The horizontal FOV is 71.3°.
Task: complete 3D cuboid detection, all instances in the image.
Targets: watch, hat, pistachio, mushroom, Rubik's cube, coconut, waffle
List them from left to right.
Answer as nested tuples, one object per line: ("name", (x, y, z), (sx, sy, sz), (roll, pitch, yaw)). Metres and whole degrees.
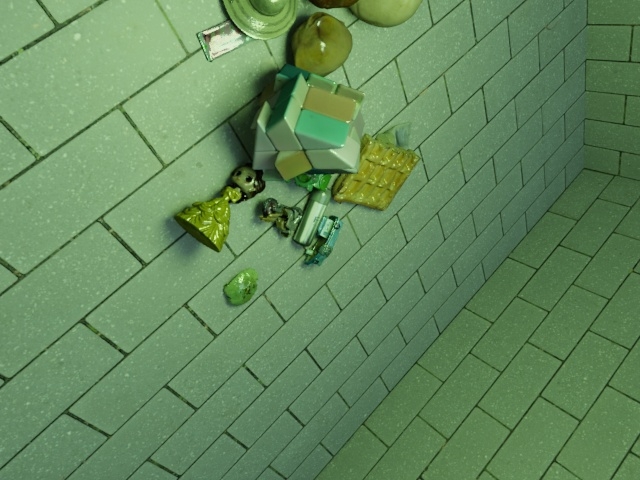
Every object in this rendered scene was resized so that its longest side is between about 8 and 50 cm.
("coconut", (-0.300, 0.185, 1.706), (0.133, 0.055, 0.158), (6, 106, -44))
("hat", (-0.153, -0.723, 1.298), (0.252, 0.110, 0.252), (-5, 101, -29))
("watch", (-0.044, -0.253, 1.670), (0.131, 0.165, 0.152), (-68, 159, 6))
("Rubik's cube", (-0.033, -0.357, 1.413), (0.368, 0.387, 0.358), (55, 43, -54))
("pistachio", (0.012, -0.641, 1.503), (0.260, 0.163, 0.212), (-14, 141, -51))
("waffle", (0.228, -0.272, 1.874), (0.348, 0.077, 0.304), (8, 124, -43))
("mushroom", (0.228, -0.887, 1.513), (0.290, 0.293, 0.292), (-53, 145, -52))

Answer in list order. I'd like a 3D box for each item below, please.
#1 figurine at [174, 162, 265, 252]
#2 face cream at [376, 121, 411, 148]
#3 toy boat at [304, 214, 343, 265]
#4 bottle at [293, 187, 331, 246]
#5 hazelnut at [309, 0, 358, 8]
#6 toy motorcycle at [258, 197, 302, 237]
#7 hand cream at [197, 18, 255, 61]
("figurine", (-0.305, -0.135, 1.477), (0.315, 0.187, 0.168), (-52, 131, -20))
("face cream", (0.332, -0.447, 1.950), (0.224, 0.070, 0.114), (-27, 128, -44))
("toy boat", (0.000, 0.000, 1.850), (0.098, 0.109, 0.237), (25, 91, -25))
("bottle", (-0.026, -0.099, 1.787), (0.096, 0.079, 0.253), (10, 105, -58))
("hazelnut", (0.033, -0.817, 1.357), (0.217, 0.252, 0.217), (9, 90, -86))
("toy motorcycle", (-0.147, -0.080, 1.674), (0.229, 0.094, 0.129), (15, 99, -57))
("hand cream", (-0.238, -0.638, 1.363), (0.275, 0.050, 0.079), (-33, 104, -18))
